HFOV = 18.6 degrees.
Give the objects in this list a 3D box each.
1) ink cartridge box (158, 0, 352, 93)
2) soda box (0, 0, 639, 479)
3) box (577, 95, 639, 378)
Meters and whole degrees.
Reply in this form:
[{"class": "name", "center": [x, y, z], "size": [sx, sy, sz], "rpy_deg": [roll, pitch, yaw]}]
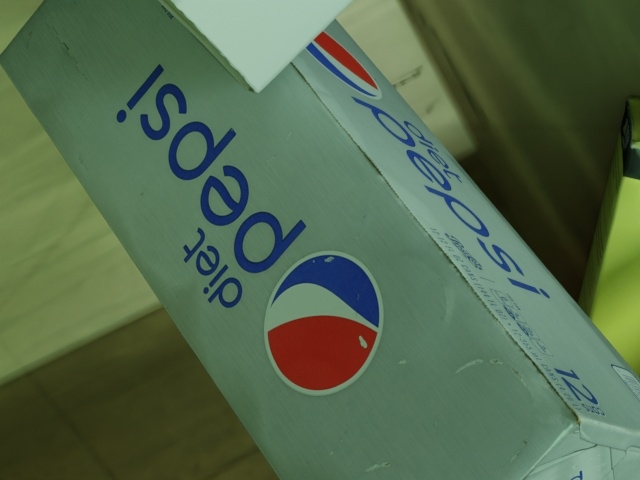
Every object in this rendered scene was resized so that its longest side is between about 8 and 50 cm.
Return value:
[{"class": "ink cartridge box", "center": [-0.008, -0.181, 0.662], "size": [0.212, 0.093, 0.154], "rpy_deg": [-44, 57, 0]}, {"class": "soda box", "center": [0.000, 0.000, 0.698], "size": [0.098, 0.091, 0.286], "rpy_deg": [-49, 56, 17]}, {"class": "box", "center": [0.125, 0.065, 0.784], "size": [0.058, 0.087, 0.232], "rpy_deg": [12, 107, 4]}]
